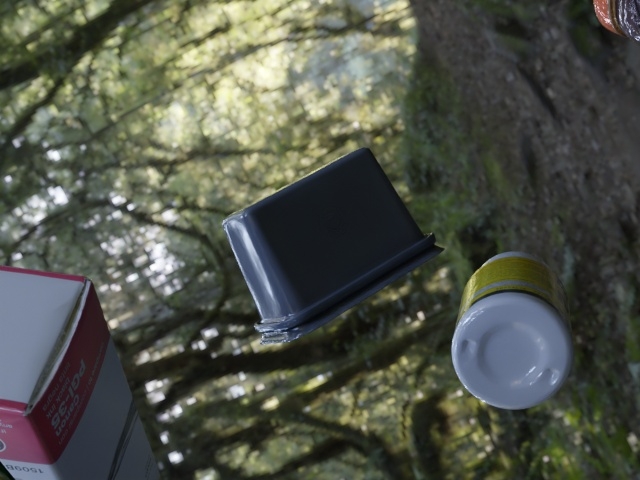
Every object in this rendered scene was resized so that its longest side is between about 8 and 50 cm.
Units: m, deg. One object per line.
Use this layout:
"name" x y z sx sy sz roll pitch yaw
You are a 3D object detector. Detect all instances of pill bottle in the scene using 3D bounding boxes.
"pill bottle" 0.203 0.085 1.141 0.119 0.119 0.208 63 -164 -9

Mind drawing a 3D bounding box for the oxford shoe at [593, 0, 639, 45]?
"oxford shoe" 0.282 -0.278 0.867 0.098 0.097 0.271 -126 19 -50

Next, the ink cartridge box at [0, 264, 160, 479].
"ink cartridge box" -0.252 0.143 0.814 0.283 0.207 0.117 85 -165 -49

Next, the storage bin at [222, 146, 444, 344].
"storage bin" 0.000 0.000 0.754 0.091 0.135 0.098 63 157 -4

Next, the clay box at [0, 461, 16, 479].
"clay box" -0.229 0.117 0.371 0.127 0.222 0.053 43 166 21
